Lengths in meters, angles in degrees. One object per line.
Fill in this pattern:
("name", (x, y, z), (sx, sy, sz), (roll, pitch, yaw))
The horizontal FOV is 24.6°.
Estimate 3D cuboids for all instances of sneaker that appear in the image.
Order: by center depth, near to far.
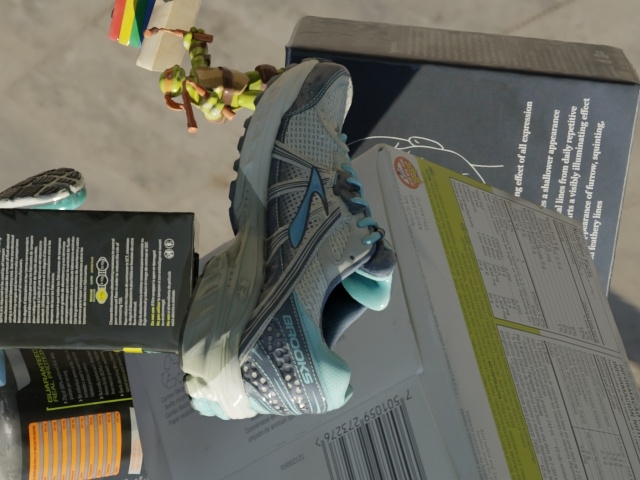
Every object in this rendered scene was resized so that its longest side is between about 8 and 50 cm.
("sneaker", (0.000, 0.000, 1.017), (0.122, 0.283, 0.110), (6, 152, 15))
("sneaker", (-0.383, -0.014, 1.881), (0.275, 0.107, 0.110), (-25, 98, 41))

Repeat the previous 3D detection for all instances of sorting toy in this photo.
("sorting toy", (-0.222, -0.374, 2.081), (0.089, 0.255, 0.257), (19, -174, 0))

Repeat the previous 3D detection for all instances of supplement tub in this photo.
("supplement tub", (-0.259, 0.180, 1.482), (0.338, 0.207, 0.207), (-3, 169, -33))

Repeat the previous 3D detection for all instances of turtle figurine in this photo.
("turtle figurine", (-0.113, -0.188, 1.867), (0.217, 0.269, 0.087), (4, 121, -18))

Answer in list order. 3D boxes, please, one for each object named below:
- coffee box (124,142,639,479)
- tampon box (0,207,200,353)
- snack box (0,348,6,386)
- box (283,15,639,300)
("coffee box", (0.071, 0.169, 1.324), (0.338, 0.338, 0.334), (-31, 151, 31))
("tampon box", (-0.172, 0.030, 1.080), (0.161, 0.101, 0.120), (2, 177, -2))
("snack box", (-0.438, 0.098, 1.176), (0.322, 0.060, 0.187), (-16, 148, 0))
("box", (0.149, -0.087, 1.725), (0.396, 0.212, 0.293), (6, 109, 1))
